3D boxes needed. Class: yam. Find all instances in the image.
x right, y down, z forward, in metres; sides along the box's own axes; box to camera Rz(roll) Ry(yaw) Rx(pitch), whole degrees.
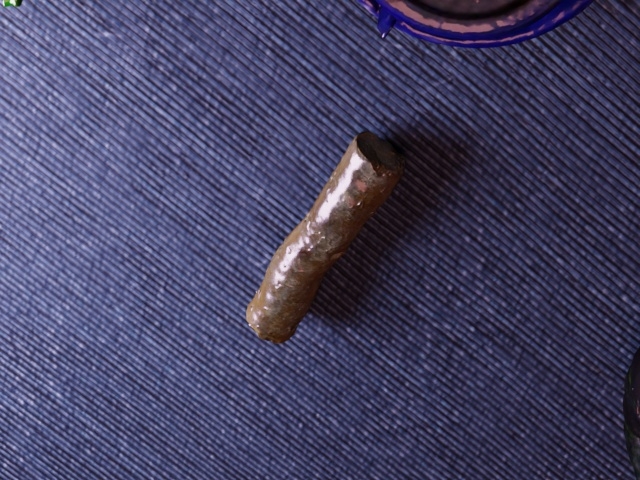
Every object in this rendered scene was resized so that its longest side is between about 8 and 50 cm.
[{"bbox_3d":[0.000,0.000,1.851,0.061,0.061,0.253,28,128,-8],"label":"yam"}]

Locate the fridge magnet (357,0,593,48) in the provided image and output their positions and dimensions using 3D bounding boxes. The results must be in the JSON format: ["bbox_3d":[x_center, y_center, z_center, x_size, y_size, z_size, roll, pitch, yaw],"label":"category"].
[{"bbox_3d":[0.120,-0.270,1.581,0.265,0.113,0.265,5,127,7],"label":"fridge magnet"}]

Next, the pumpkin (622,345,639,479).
[{"bbox_3d":[0.386,0.178,1.797,0.250,0.216,0.250,19,118,40],"label":"pumpkin"}]

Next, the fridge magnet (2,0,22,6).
[{"bbox_3d":[-0.264,-0.298,1.667,0.208,0.088,0.208,7,128,9],"label":"fridge magnet"}]
